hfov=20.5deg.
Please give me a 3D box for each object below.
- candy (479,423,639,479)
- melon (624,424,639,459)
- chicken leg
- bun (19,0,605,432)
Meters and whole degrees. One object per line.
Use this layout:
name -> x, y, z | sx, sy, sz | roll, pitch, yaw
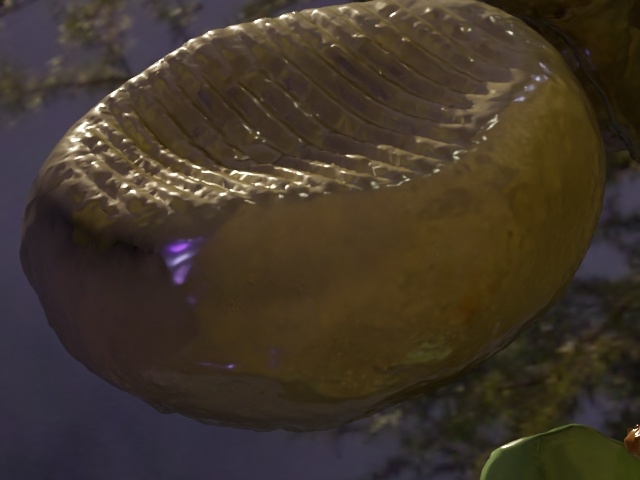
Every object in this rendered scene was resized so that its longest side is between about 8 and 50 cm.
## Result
candy -> 0.183, 0.285, 1.150 | 0.142, 0.132, 0.343 | 65, -164, -53
melon -> 0.240, 0.074, 0.836 | 0.098, 0.182, 0.054 | 23, -128, -25
chicken leg -> 0.155, -0.195, 1.191 | 0.429, 0.153, 0.201 | 42, -134, -58
bun -> 0.000, 0.000, 0.666 | 0.222, 0.222, 0.127 | -45, -53, -37
